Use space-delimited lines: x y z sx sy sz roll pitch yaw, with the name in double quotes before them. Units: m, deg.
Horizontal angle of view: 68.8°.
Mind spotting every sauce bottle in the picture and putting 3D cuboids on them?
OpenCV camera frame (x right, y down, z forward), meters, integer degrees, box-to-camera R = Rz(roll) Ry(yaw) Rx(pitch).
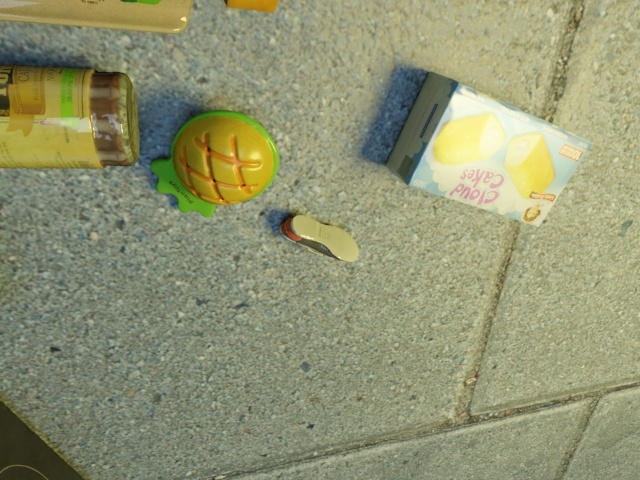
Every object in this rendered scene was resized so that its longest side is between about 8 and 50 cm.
"sauce bottle" -0.377 -0.129 0.488 0.344 0.111 0.111 -4 120 -15

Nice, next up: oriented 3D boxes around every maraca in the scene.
"maraca" -0.137 -0.093 0.601 0.186 0.099 0.127 -28 119 29

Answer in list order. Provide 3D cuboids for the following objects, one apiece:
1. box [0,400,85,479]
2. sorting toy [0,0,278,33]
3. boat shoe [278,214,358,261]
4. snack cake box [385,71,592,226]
"box" -0.516 0.541 0.611 0.297 0.480 0.472 -20 123 -5
"sorting toy" -0.155 -0.282 0.422 0.307 0.041 0.229 -9 158 -30
"boat shoe" 0.000 0.000 0.728 0.137 0.049 0.043 24 152 -30
"snack cake box" 0.252 -0.130 0.706 0.264 0.089 0.152 13 113 -24
